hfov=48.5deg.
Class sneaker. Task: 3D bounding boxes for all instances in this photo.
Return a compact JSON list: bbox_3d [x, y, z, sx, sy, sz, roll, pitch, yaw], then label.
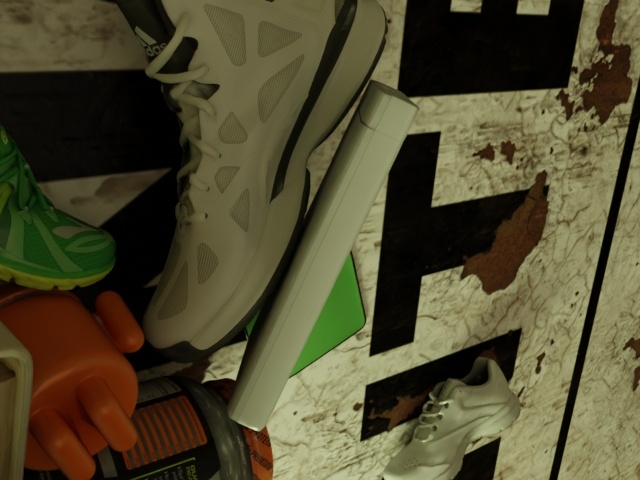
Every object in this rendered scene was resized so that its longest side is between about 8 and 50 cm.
[{"bbox_3d":[-0.129,-0.116,0.716,0.258,0.169,0.447,30,81,-34],"label":"sneaker"},{"bbox_3d":[-0.292,-0.045,0.620,0.295,0.109,0.123,33,91,-43],"label":"sneaker"},{"bbox_3d":[0.211,0.310,1.213,0.297,0.111,0.129,-34,112,-28],"label":"sneaker"}]

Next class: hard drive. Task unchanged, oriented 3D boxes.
[{"bbox_3d":[0.000,0.000,0.774,0.047,0.233,0.353,24,105,-5],"label":"hard drive"}]

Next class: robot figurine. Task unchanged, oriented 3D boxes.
[{"bbox_3d":[-0.254,0.120,0.651,0.128,0.219,0.158,20,104,-50],"label":"robot figurine"}]

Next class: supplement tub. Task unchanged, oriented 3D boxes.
[{"bbox_3d":[-0.221,0.258,0.754,0.316,0.194,0.193,-8,114,-36],"label":"supplement tub"}]

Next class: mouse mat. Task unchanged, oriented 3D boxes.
[{"bbox_3d":[-0.018,0.108,0.983,0.190,0.007,0.152,-30,125,-25],"label":"mouse mat"}]

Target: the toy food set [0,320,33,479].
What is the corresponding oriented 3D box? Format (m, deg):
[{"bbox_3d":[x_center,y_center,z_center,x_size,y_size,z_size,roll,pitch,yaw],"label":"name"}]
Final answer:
[{"bbox_3d":[-0.319,0.100,0.511,0.092,0.220,0.306,-33,157,-45],"label":"toy food set"}]
